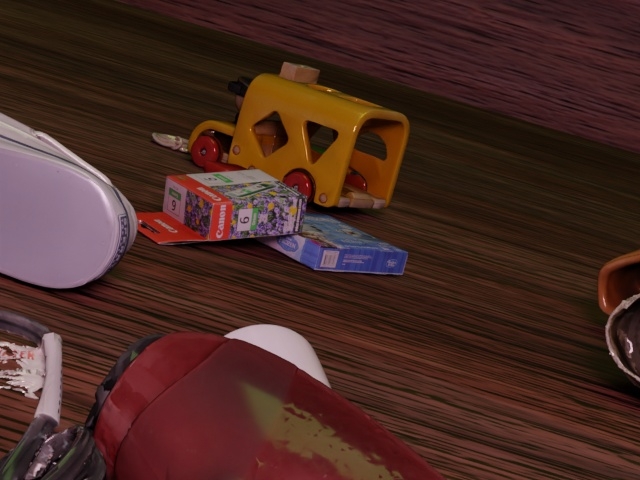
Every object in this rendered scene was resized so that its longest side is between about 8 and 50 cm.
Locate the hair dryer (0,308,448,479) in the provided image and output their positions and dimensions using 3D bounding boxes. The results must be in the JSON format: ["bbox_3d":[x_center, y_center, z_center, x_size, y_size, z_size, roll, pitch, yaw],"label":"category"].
[{"bbox_3d":[-0.051,0.106,0.535,0.293,0.080,0.223,11,32,-14],"label":"hair dryer"}]

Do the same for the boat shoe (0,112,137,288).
[{"bbox_3d":[-0.224,-0.042,0.957,0.258,0.095,0.084,27,7,3],"label":"boat shoe"}]

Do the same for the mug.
[{"bbox_3d":[-0.011,0.077,0.713,0.078,0.062,0.064,3,23,-26],"label":"mug"}]

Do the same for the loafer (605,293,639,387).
[{"bbox_3d":[0.270,0.087,0.984,0.092,0.102,0.268,5,6,-41],"label":"loafer"}]

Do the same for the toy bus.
[{"bbox_3d":[-0.025,-0.095,1.442,0.202,0.104,0.191,14,11,-14],"label":"toy bus"}]

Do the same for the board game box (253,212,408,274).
[{"bbox_3d":[0.000,0.000,1.219,0.090,0.020,0.090,4,15,-46],"label":"board game box"}]

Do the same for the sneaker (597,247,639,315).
[{"bbox_3d":[0.297,0.071,1.138,0.123,0.106,0.290,-8,18,-31],"label":"sneaker"}]

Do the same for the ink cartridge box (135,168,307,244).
[{"bbox_3d":[-0.073,-0.024,1.156,0.115,0.029,0.063,-5,22,-36],"label":"ink cartridge box"}]
